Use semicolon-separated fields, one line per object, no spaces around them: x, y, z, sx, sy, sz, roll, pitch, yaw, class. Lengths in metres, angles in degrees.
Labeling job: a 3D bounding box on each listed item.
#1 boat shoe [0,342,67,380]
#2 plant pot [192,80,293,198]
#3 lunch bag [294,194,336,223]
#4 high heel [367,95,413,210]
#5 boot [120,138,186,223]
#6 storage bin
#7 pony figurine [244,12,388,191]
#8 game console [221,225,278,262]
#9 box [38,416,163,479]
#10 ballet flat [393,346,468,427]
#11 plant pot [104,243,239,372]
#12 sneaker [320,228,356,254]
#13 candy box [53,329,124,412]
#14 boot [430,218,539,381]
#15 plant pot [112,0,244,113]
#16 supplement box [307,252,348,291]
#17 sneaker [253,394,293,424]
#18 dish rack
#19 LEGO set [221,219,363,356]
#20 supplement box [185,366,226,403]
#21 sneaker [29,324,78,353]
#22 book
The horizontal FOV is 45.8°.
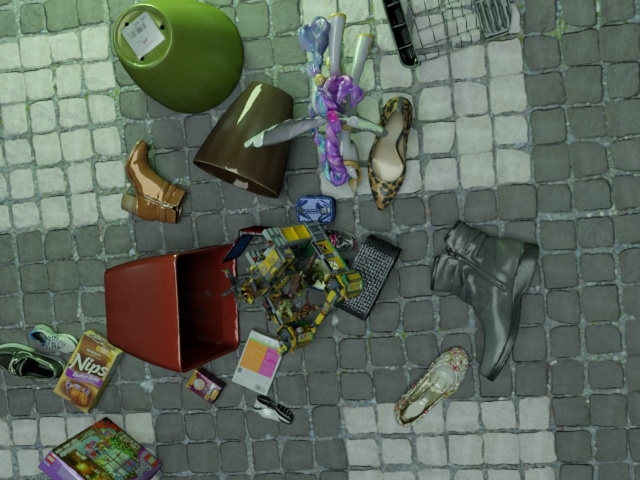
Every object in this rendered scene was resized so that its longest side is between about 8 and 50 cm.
-0.779;0.321;1.992;0.219;0.070;0.077;8;96;10;boat shoe
-0.154;-0.245;1.772;0.215;0.215;0.230;22;85;8;plant pot
-0.014;-0.075;1.815;0.099;0.065;0.067;0;95;10;lunch bag
0.152;-0.192;1.710;0.093;0.186;0.261;11;97;5;high heel
-0.406;-0.143;1.884;0.152;0.073;0.197;16;110;10;boot
0.112;0.085;1.776;0.084;0.122;0.180;28;99;8;storage bin
0.026;-0.295;1.659;0.303;0.351;0.363;0;90;22;pony figurine
-0.155;0.011;1.809;0.124;0.144;0.085;5;96;10;game console
-0.526;0.548;1.849;0.201;0.293;0.057;38;97;5;box
0.264;0.357;1.793;0.091;0.077;0.241;40;100;6;ballet flat
-0.365;0.151;1.817;0.236;0.267;0.267;-1;94;23;plant pot
0.000;0.000;1.814;0.171;0.075;0.063;11;97;10;sneaker
-0.600;0.339;1.969;0.109;0.053;0.186;31;98;8;candy box
0.355;0.137;1.751;0.223;0.118;0.338;15;86;12;boot
-0.349;-0.439;1.733;0.275;0.293;0.274;1;95;11;plant pot
0.016;0.079;1.827;0.083;0.056;0.083;14;97;9;supplement box
-0.119;0.430;1.896;0.109;0.040;0.043;30;116;11;sneaker
0.289;-0.522;1.716;0.272;0.074;0.208;-16;92;11;dish rack
-0.086;0.113;1.710;0.331;0.192;0.254;-40;70;42;LEGO set
-0.290;0.366;1.916;0.083;0.043;0.055;33;98;6;supplement box
-0.699;0.265;1.979;0.135;0.058;0.052;18;98;8;sneaker
-0.151;0.303;1.891;0.096;0.035;0.144;23;99;5;book
